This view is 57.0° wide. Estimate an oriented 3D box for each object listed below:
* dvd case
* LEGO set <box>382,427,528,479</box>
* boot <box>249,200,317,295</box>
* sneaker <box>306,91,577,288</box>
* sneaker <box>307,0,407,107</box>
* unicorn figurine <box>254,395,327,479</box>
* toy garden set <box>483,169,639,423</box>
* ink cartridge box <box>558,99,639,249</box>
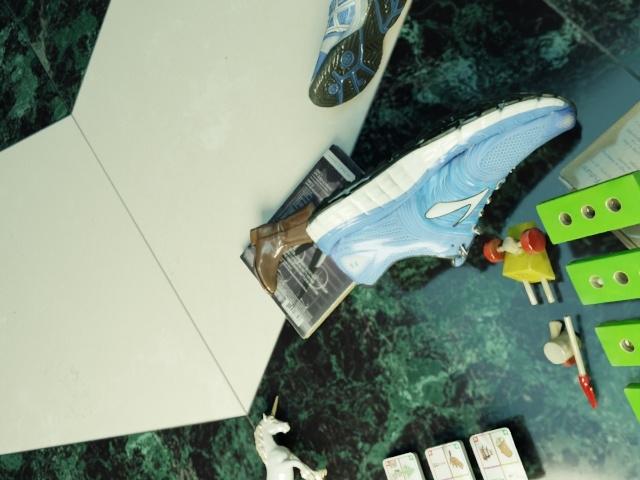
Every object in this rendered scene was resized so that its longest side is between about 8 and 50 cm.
[{"bbox_3d":[0.000,0.000,0.821,0.221,0.018,0.164,-49,63,16],"label":"dvd case"},{"bbox_3d":[0.191,0.351,0.674,0.182,0.060,0.244,-31,69,35],"label":"LEGO set"},{"bbox_3d":[-0.039,0.011,0.813,0.114,0.037,0.106,-20,76,22],"label":"boot"},{"bbox_3d":[0.152,-0.057,0.698,0.330,0.130,0.147,-32,102,10],"label":"sneaker"},{"bbox_3d":[0.043,-0.279,0.806,0.081,0.080,0.211,39,100,44],"label":"sneaker"},{"bbox_3d":[-0.046,0.307,0.786,0.111,0.060,0.162,13,90,29],"label":"unicorn figurine"},{"bbox_3d":[0.287,0.066,0.592,0.204,0.049,0.244,-25,91,61],"label":"toy garden set"},{"bbox_3d":[0.391,-0.044,0.571,0.193,0.088,0.235,-45,66,19],"label":"ink cartridge box"}]
